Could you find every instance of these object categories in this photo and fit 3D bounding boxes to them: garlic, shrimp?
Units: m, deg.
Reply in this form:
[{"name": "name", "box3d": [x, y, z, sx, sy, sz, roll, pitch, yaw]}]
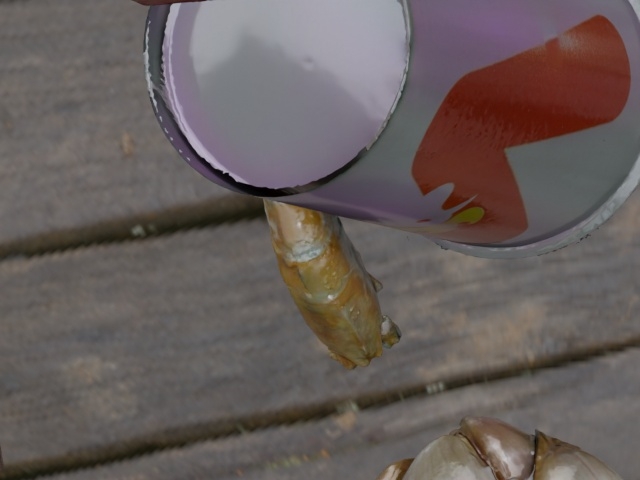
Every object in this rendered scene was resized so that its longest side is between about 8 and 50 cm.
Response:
[{"name": "garlic", "box3d": [0.120, 0.228, 1.227, 0.160, 0.214, 0.191, -20, 87, -31]}, {"name": "shrimp", "box3d": [0.004, -0.001, 1.047, 0.051, 0.187, 0.132, -15, 32, 11]}]

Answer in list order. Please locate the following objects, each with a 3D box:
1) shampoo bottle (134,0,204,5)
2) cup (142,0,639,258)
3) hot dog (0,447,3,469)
[{"name": "shampoo bottle", "box3d": [0.068, -0.141, 0.528, 0.314, 0.076, 0.118, 0, 82, 28]}, {"name": "cup", "box3d": [0.042, -0.084, 0.862, 0.203, 0.288, 0.203, 0, 89, 27]}, {"name": "hot dog", "box3d": [-0.453, 0.234, 1.657, 0.272, 0.196, 0.122, -29, 54, -18]}]
